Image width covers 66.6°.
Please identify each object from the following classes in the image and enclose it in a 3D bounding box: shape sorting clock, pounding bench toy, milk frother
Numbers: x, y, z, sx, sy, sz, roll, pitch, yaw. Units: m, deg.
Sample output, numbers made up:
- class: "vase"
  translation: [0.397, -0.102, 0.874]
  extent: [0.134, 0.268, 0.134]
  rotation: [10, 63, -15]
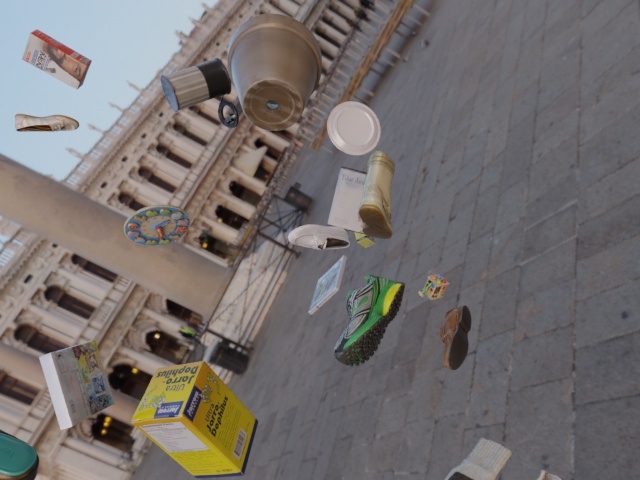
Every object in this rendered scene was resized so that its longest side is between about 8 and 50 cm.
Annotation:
- class: "shape sorting clock"
  translation: [-0.524, -0.044, 1.572]
  extent: [0.206, 0.206, 0.040]
  rotation: [-53, 52, 40]
- class: "pounding bench toy"
  translation: [0.352, 0.146, 1.532]
  extent: [0.052, 0.083, 0.065]
  rotation: [48, 132, 42]
- class: "milk frother"
  translation: [-0.269, -0.317, 1.109]
  extent: [0.135, 0.143, 0.129]
  rotation: [-27, -5, -22]

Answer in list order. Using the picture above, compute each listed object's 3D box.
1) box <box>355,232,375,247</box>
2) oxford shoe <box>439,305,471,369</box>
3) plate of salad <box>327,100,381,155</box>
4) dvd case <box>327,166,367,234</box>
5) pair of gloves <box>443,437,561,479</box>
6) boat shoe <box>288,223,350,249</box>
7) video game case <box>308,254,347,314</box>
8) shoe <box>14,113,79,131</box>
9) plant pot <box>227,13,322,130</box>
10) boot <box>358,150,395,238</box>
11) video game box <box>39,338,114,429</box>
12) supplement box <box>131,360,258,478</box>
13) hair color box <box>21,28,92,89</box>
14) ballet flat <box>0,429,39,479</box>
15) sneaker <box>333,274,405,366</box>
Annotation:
- class: "box"
  translation: [0.189, -0.085, 2.258]
  extent: [0.058, 0.087, 0.232]
  rotation: [-27, 55, 25]
- class: "oxford shoe"
  translation: [0.365, 0.274, 1.354]
  extent: [0.076, 0.076, 0.212]
  rotation: [-18, 27, 37]
- class: "plate of salad"
  translation: [0.118, -0.396, 1.732]
  extent: [0.200, 0.200, 0.048]
  rotation: [-64, 9, -13]
- class: "dvd case"
  translation: [0.143, -0.162, 2.008]
  extent: [0.022, 0.180, 0.253]
  rotation: [-52, -24, -74]
- class: "pair of gloves"
  translation: [0.331, 0.480, 0.893]
  extent: [0.204, 0.042, 0.240]
  rotation: [-38, 26, -21]
- class: "boat shoe"
  translation: [0.000, 0.000, 1.384]
  extent: [0.066, 0.184, 0.063]
  rotation: [-65, 36, 32]
- class: "video game case"
  translation: [0.027, 0.163, 1.802]
  extent: [0.173, 0.022, 0.190]
  rotation: [-47, 15, 35]
- class: "shoe"
  translation: [-1.014, -0.425, 1.807]
  extent: [0.076, 0.219, 0.058]
  rotation: [117, 152, -64]
- class: "plant pot"
  translation: [-0.152, -0.517, 1.581]
  extent: [0.323, 0.323, 0.280]
  rotation: [-53, 28, 41]
- class: "boot"
  translation: [0.178, -0.129, 1.479]
  extent: [0.262, 0.095, 0.203]
  rotation: [54, -137, -64]
- class: "video game box"
  translation: [-0.681, 0.398, 1.374]
  extent: [0.048, 0.205, 0.187]
  rotation: [-20, -5, 12]
- class: "supplement box"
  translation: [-0.383, 0.576, 1.550]
  extent: [0.194, 0.356, 0.195]
  rotation: [-14, 36, 22]
- class: "hair color box"
  translation: [-0.795, -0.545, 1.472]
  extent: [0.093, 0.167, 0.053]
  rotation: [-51, 25, 29]
- class: "ballet flat"
  translation: [-0.555, 0.297, 0.719]
  extent: [0.096, 0.280, 0.095]
  rotation: [-57, -2, 23]
- class: "sneaker"
  translation: [0.125, 0.232, 1.444]
  extent: [0.343, 0.146, 0.134]
  rotation: [-47, -33, -45]
